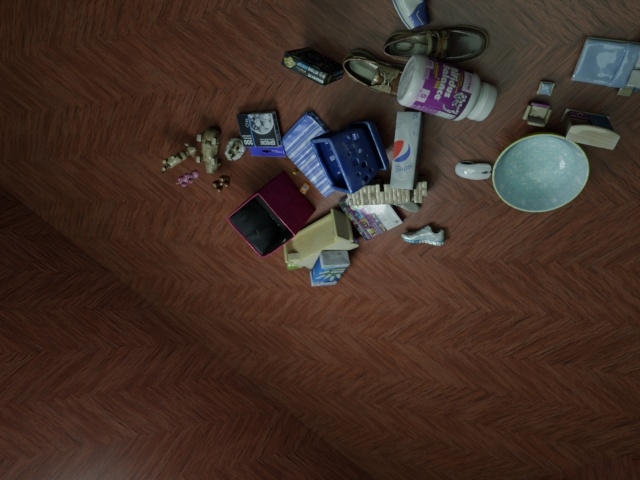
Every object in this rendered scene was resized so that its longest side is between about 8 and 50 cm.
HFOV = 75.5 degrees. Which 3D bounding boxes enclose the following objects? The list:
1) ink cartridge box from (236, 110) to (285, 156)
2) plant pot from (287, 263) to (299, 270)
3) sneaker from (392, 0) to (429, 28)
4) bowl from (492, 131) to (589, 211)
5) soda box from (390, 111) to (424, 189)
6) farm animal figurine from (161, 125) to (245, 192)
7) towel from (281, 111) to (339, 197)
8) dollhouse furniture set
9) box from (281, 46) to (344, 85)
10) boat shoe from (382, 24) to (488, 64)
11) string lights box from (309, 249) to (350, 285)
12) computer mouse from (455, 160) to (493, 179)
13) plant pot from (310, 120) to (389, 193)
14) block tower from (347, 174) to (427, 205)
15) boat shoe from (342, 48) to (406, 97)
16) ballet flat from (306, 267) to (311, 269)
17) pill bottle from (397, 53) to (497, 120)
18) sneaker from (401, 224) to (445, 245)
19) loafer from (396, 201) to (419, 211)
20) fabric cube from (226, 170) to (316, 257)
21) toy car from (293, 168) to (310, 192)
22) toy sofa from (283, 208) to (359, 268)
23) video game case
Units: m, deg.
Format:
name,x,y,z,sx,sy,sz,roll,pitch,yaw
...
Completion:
name,x,y,z,sx,sy,sz,roll,pitch,yaw
ink cartridge box,-0.269,-0.469,1.853,0.206,0.045,0.208,8,124,31
plant pot,-0.128,0.120,2.186,0.079,0.083,0.083,-1,121,13
sneaker,0.305,-0.848,1.294,0.182,0.127,0.315,-13,113,34
bowl,0.763,-0.259,1.452,0.290,0.156,0.289,13,126,18
soda box,0.330,-0.339,1.575,0.091,0.098,0.286,8,101,20
farm animal figurine,-0.556,-0.398,1.978,0.330,0.172,0.326,25,111,-9
towel,-0.012,-0.369,1.822,0.336,0.040,0.243,47,129,-10
dollhouse furniture set,0.819,-0.476,1.255,0.286,0.198,0.303,17,126,14
box,-0.020,-0.644,1.524,0.175,0.220,0.051,29,124,5
boat shoe,0.379,-0.651,1.392,0.342,0.123,0.123,11,125,18
string lights box,0.040,0.139,2.025,0.133,0.076,0.259,-3,153,-16
computer mouse,0.617,-0.263,1.593,0.193,0.042,0.106,6,125,22
plant pot,0.122,-0.341,1.634,0.236,0.212,0.236,63,169,-21
block tower,0.271,-0.206,1.722,0.336,0.097,0.091,-1,114,16
boat shoe,0.224,-0.591,1.510,0.324,0.116,0.123,23,128,9
ballet flat,0.010,0.114,2.129,0.188,0.070,0.070,-16,114,34
pill bottle,0.429,-0.506,1.402,0.302,0.169,0.169,12,129,-10
sneaker,0.452,-0.032,1.818,0.191,0.071,0.082,4,117,13
loafer,0.367,-0.156,1.792,0.125,0.039,0.045,22,95,7
fabric cube,-0.225,-0.123,1.947,0.254,0.258,0.259,-32,104,36
toy car,-0.101,-0.268,1.930,0.060,0.040,0.122,-32,104,37
toy sofa,0.000,0.000,1.994,0.363,0.150,0.177,-28,149,36
video game case,0.226,-0.132,1.864,0.210,0.042,0.232,-30,106,35
